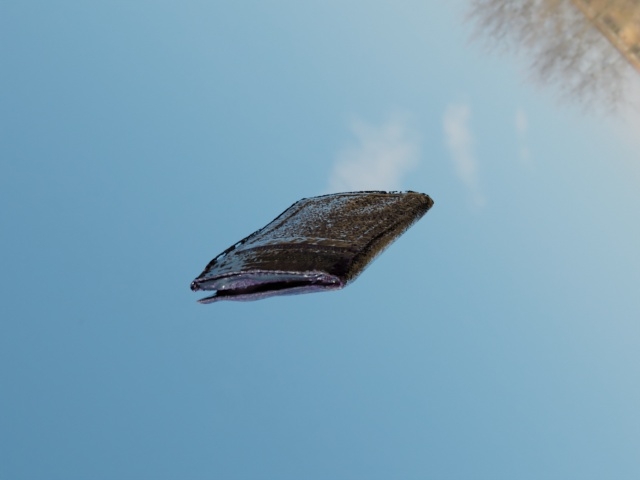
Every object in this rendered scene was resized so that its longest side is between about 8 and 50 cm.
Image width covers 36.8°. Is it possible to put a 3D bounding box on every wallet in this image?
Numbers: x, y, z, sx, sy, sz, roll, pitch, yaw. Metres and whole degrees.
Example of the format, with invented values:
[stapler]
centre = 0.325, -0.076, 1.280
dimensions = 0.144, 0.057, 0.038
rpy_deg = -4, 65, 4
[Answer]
[wallet]
centre = 0.000, -0.001, 0.642
dimensions = 0.166, 0.111, 0.030
rpy_deg = -40, -62, -58
